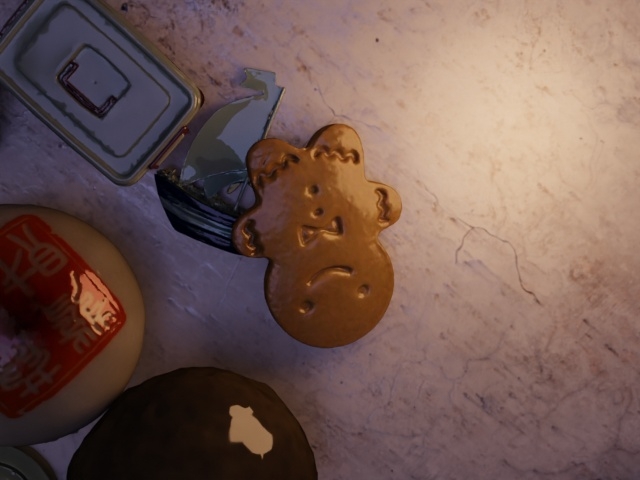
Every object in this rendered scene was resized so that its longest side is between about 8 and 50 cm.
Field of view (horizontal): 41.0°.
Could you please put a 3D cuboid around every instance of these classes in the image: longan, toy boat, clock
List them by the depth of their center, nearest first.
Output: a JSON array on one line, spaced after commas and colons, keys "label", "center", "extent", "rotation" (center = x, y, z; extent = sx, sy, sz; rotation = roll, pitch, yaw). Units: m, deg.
[{"label": "longan", "center": [-0.189, 0.387, 1.286], "extent": [0.391, 0.391, 0.391], "rotation": [0, 100, 2]}, {"label": "toy boat", "center": [-0.134, -0.132, 1.353], "extent": [0.220, 0.067, 0.291], "rotation": [21, 97, -3]}, {"label": "clock", "center": [-0.567, 0.452, 1.487], "extent": [0.235, 0.029, 0.235], "rotation": [0, 100, 2]}]

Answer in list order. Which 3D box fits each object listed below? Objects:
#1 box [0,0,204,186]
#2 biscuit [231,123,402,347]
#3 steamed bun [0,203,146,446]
[{"label": "box", "center": [-0.321, -0.237, 1.287], "extent": [0.294, 0.167, 0.193], "rotation": [42, 97, -5]}, {"label": "biscuit", "center": [0.001, 0.000, 1.343], "extent": [0.275, 0.052, 0.355], "rotation": [-11, 102, -12]}, {"label": "steamed bun", "center": [-0.447, 0.123, 1.272], "extent": [0.374, 0.241, 0.374], "rotation": [2, 83, -14]}]
